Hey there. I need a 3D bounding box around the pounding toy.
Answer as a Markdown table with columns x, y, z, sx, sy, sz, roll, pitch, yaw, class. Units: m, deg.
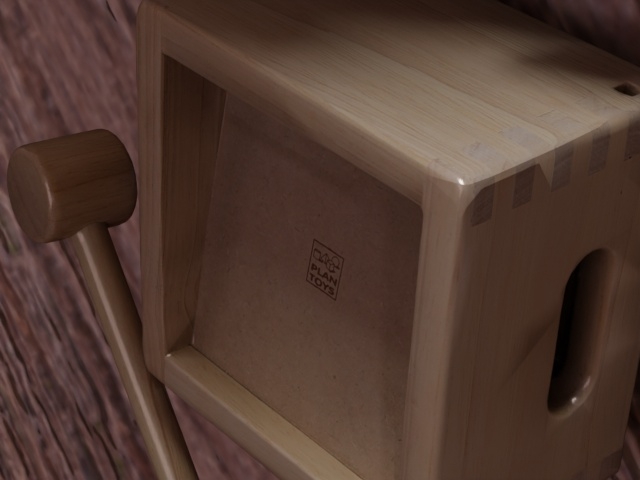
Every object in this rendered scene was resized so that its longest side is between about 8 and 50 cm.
| x | y | z | sx | sy | sz | roll | pitch | yaw | class |
| --- | --- | --- | --- | --- | --- | --- | --- | --- | --- |
| -0.004 | 0.005 | 0.501 | 0.206 | 0.094 | 0.181 | 33 | 133 | 39 | pounding toy |
